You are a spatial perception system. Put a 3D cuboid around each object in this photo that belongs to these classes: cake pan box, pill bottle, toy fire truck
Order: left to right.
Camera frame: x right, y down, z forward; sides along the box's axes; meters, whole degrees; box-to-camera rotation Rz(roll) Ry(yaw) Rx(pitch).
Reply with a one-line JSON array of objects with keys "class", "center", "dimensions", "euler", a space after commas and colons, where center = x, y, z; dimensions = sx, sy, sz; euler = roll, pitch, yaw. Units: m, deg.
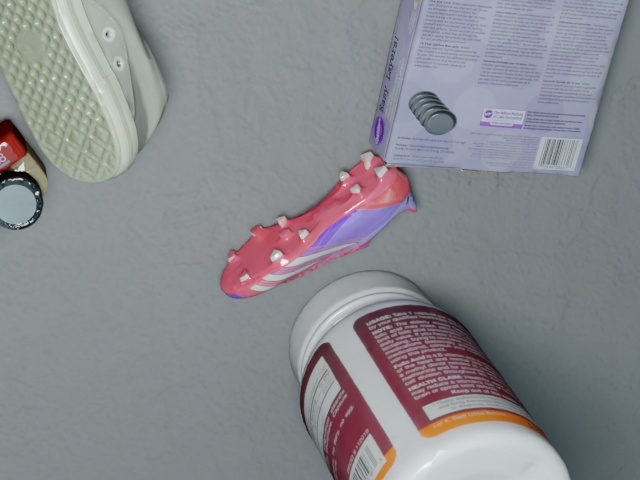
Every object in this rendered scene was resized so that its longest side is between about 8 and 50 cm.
[{"class": "toy fire truck", "center": [-0.425, -0.082, 1.754], "dimensions": [0.217, 0.158, 0.246], "euler": [-34, 110, 1]}, {"class": "pill bottle", "center": [0.106, 0.206, 1.931], "dimensions": [0.224, 0.392, 0.224], "euler": [-8, 119, -15]}, {"class": "cake pan box", "center": [0.208, -0.199, 1.948], "dimensions": [0.266, 0.070, 0.246], "euler": [1, 118, -20]}]

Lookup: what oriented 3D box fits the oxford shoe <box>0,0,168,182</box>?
[{"class": "oxford shoe", "center": [-0.273, -0.276, 1.715], "dimensions": [0.130, 0.169, 0.449], "euler": [-47, 125, -46]}]

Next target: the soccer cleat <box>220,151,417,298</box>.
[{"class": "soccer cleat", "center": [0.000, 0.000, 1.975], "dimensions": [0.248, 0.083, 0.095], "euler": [-38, 127, -1]}]
